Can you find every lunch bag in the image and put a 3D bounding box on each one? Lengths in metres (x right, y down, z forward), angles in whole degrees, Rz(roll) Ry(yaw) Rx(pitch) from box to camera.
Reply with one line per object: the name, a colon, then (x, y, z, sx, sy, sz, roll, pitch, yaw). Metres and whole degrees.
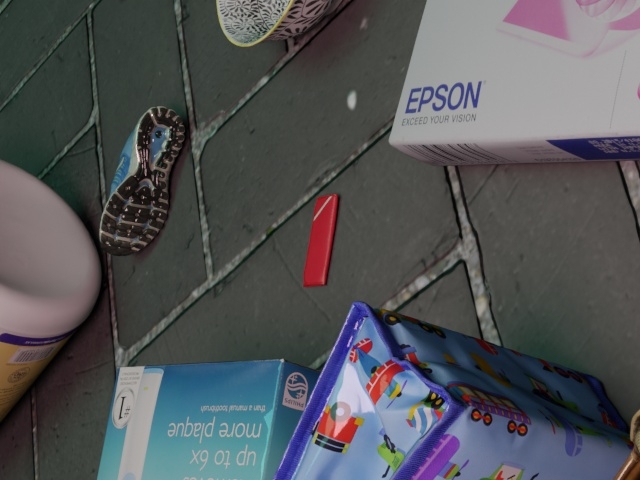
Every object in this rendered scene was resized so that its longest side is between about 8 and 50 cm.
lunch bag: (0.069, 0.218, 1.126, 0.293, 0.221, 0.138, -61, 35, 13)

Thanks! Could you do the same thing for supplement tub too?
supplement tub: (-0.415, 0.093, 1.830, 0.331, 0.241, 0.241, -48, 41, 29)

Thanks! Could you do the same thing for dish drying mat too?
dish drying mat: (0.000, 0.000, 1.508, 0.032, 0.008, 0.083, -7, 69, 51)

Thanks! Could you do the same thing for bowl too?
bowl: (-0.022, -0.257, 1.589, 0.170, 0.080, 0.170, -24, 61, 53)

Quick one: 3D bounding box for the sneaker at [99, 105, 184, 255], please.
sneaker: (-0.187, -0.060, 1.764, 0.162, 0.063, 0.073, -69, 17, -4)

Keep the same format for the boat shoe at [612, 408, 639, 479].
boat shoe: (0.247, 0.135, 1.009, 0.324, 0.120, 0.122, -62, 36, 13)

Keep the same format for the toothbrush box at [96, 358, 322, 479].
toothbrush box: (-0.077, 0.249, 1.303, 0.216, 0.126, 0.295, -6, 70, 48)

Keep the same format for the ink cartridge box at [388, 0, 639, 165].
ink cartridge box: (0.204, -0.220, 1.267, 0.324, 0.071, 0.330, 1, 75, 56)
